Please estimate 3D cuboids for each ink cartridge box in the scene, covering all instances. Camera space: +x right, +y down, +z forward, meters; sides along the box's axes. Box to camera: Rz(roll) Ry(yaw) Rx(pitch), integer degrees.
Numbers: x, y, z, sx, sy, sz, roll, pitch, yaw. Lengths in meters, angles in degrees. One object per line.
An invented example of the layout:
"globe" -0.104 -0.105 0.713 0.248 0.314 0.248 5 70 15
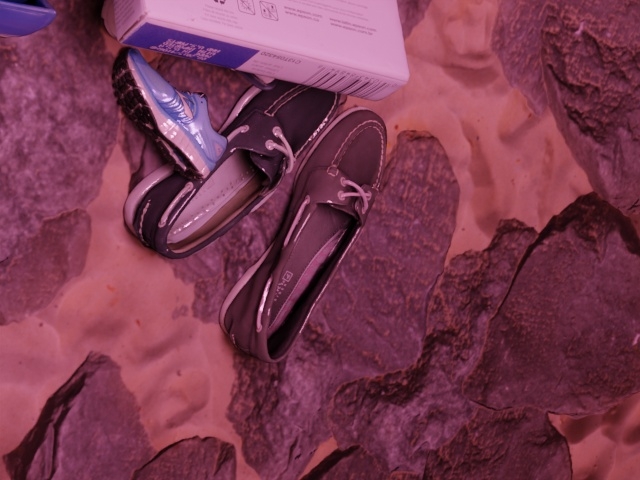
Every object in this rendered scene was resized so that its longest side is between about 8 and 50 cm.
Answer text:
"ink cartridge box" -0.071 -0.322 1.483 0.324 0.330 0.071 9 152 -37

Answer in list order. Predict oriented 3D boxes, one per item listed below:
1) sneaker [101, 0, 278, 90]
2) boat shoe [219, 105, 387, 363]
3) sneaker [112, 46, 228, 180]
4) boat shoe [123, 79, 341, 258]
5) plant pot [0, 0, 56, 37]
"sneaker" -0.101 -0.222 1.545 0.235 0.153 0.094 6 109 -37
"boat shoe" 0.000 0.000 1.773 0.112 0.095 0.335 26 97 -41
"sneaker" -0.162 -0.145 1.590 0.073 0.063 0.162 -45 108 -26
"boat shoe" -0.082 -0.087 1.671 0.302 0.091 0.114 -43 131 -8
"plant pot" -0.337 -0.314 1.284 0.236 0.236 0.212 6 116 -38
